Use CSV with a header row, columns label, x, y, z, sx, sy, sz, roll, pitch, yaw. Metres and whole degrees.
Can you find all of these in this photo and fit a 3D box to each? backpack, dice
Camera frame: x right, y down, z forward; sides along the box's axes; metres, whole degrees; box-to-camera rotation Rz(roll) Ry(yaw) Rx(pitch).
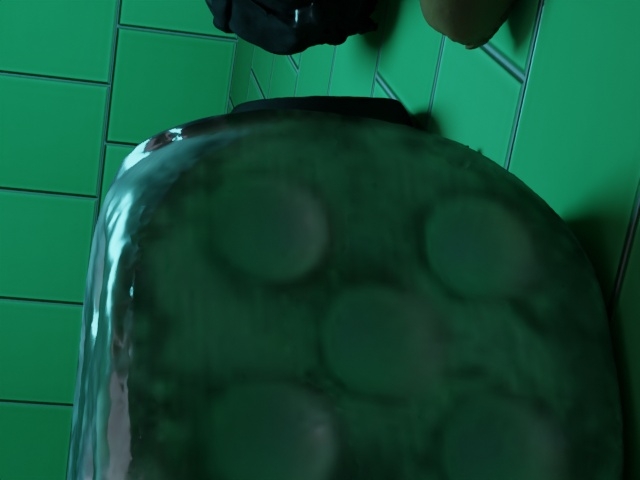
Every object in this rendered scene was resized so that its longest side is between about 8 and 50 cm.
label,x,y,z,sx,sy,sz,roll,pitch,yaw
backpack,-0.020,-0.407,1.479,0.446,0.254,0.363,76,-161,-83
dice,-0.004,0.129,0.946,0.328,0.330,0.348,116,155,-57

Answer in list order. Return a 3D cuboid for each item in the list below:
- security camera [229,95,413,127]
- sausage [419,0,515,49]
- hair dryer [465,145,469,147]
label,x,y,z,sx,sy,sz,roll,pitch,yaw
security camera,0.000,0.000,1.363,0.191,0.197,0.277,-170,79,-87
sausage,0.141,-0.277,1.039,0.086,0.086,0.289,-97,18,-46
hair dryer,0.089,0.033,1.204,0.114,0.070,0.248,-139,59,-75
